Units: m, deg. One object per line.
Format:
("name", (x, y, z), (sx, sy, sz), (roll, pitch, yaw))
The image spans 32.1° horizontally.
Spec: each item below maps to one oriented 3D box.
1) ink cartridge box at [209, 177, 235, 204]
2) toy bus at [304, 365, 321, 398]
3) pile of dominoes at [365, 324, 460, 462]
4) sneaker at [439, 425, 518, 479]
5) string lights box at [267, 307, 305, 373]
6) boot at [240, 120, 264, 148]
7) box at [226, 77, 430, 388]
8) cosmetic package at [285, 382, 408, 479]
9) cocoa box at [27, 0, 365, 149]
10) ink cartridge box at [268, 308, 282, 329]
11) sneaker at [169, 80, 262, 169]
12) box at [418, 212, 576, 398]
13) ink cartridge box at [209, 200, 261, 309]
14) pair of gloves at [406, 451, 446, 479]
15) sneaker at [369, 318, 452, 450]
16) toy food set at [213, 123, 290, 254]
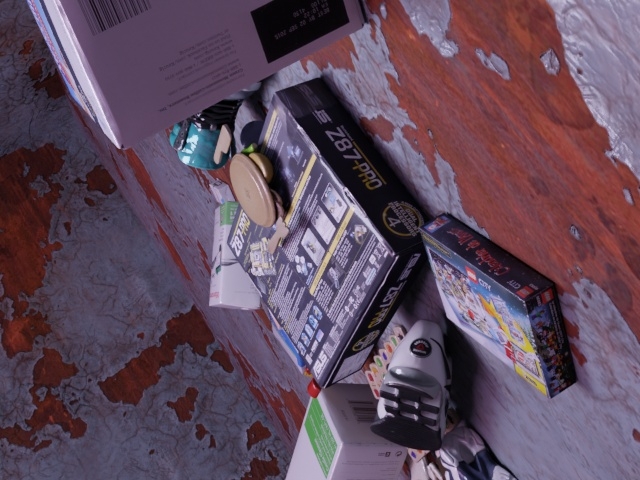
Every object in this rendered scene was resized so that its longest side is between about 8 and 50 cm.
("ink cartridge box", (-0.231, -0.112, 2.592), (0.083, 0.028, 0.048), (32, 148, 62))
("toy bus", (0.041, 0.194, 2.108), (0.202, 0.104, 0.191), (-117, 42, -67))
("pile of dominoes", (0.144, 0.279, 1.962), (0.196, 0.040, 0.251), (56, 153, 17))
("sneaker", (0.272, 0.433, 1.819), (0.235, 0.094, 0.153), (50, 163, 36))
("string lights box", (-0.056, 0.170, 2.448), (0.133, 0.076, 0.260), (52, 163, 30))
("boot", (-0.036, -0.118, 1.897), (0.219, 0.082, 0.106), (46, -173, 17))
("box", (0.000, 0.000, 1.707), (0.318, 0.097, 0.395), (53, 147, 21))
("cosmetic package", (0.037, 0.485, 2.220), (0.197, 0.155, 0.366), (-120, 41, -55))
("cocoa box", (-0.168, -0.313, 1.364), (0.228, 0.347, 0.232), (41, 156, 53))
("ink cartridge box", (-0.092, 0.056, 2.095), (0.179, 0.045, 0.145), (-125, 27, -42))
("sneaker", (-0.185, -0.210, 1.919), (0.295, 0.123, 0.179), (-153, 74, -75))
("box", (0.221, 0.078, 1.407), (0.233, 0.044, 0.159), (40, 155, 53))
("ink cartridge box", (-0.178, 0.036, 2.379), (0.160, 0.092, 0.220), (158, 116, -75))
("pair of gloves", (0.213, 0.457, 2.031), (0.240, 0.042, 0.204), (141, 118, -65))
("sneaker", (0.158, 0.233, 1.771), (0.122, 0.146, 0.331), (17, 152, 6))
("toy food set", (-0.094, -0.080, 1.690), (0.192, 0.038, 0.132), (59, 157, 11))
